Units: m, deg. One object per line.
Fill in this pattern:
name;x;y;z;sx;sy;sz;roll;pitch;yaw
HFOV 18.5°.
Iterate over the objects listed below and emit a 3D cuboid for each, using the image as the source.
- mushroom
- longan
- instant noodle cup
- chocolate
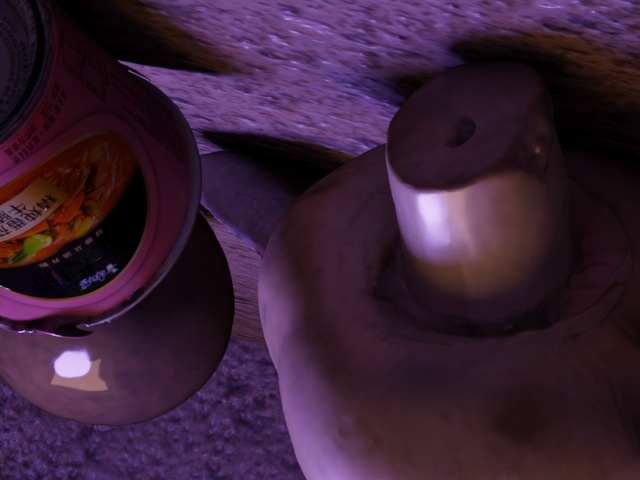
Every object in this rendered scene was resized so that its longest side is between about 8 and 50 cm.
mushroom;0.101;0.057;1.359;0.325;0.353;0.353;-14;154;42
longan;-0.237;0.067;2.135;0.297;0.297;0.297;15;172;2
instant noodle cup;-0.230;-0.078;1.423;0.244;0.244;0.255;13;164;17
chocolate;0.000;0.000;1.827;0.185;0.100;0.303;43;-171;39
